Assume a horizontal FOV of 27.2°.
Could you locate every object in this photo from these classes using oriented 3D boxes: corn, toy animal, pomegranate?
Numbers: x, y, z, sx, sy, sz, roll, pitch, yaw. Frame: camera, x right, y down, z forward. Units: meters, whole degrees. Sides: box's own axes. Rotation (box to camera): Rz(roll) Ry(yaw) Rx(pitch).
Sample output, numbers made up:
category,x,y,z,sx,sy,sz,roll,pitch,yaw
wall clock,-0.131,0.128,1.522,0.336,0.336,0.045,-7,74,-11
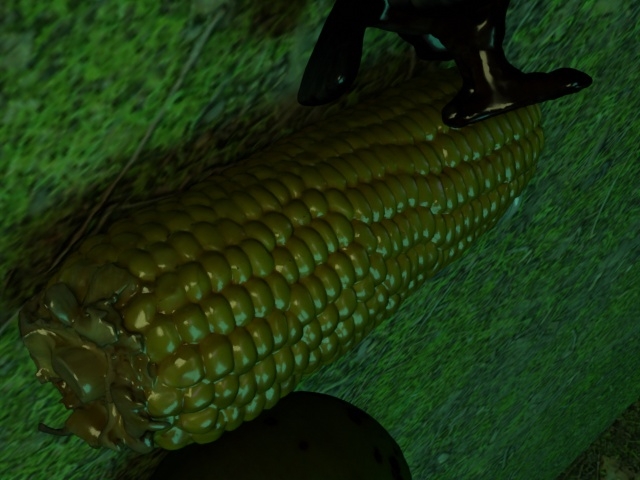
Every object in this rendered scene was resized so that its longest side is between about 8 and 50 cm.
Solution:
category,x,y,z,sx,sy,sz,roll,pitch,yaw
corn,0.000,0.000,0.624,0.305,0.106,0.106,-31,156,-39
toy animal,0.059,-0.135,0.521,0.218,0.116,0.179,-40,138,-82
pomegranate,-0.027,0.203,0.839,0.179,0.210,0.179,-3,169,-1

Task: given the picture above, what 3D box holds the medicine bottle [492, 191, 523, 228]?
category,x,y,z,sx,sy,sz,roll,pitch,yaw
medicine bottle,0.075,-0.023,0.793,0.089,0.057,0.057,-27,153,-39
